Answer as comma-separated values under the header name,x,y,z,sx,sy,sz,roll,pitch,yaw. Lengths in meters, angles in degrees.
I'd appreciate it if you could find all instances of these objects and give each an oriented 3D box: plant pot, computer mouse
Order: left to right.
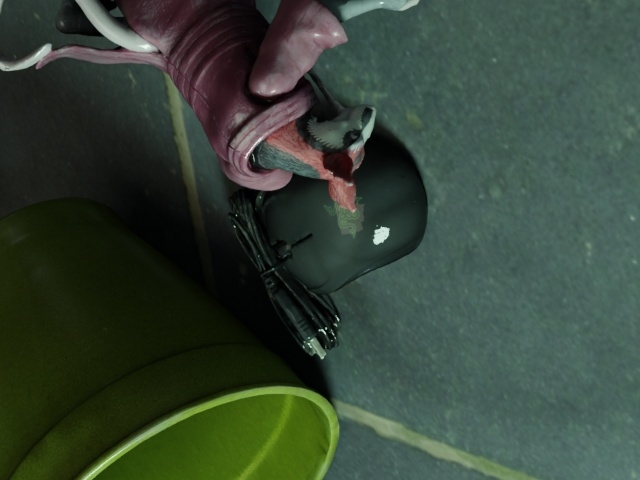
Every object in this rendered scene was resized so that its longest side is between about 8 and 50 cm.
name,x,y,z,sx,sy,sz,roll,pitch,yaw
plant pot,-0.230,0.153,1.771,0.353,0.366,0.366,52,144,30
computer mouse,0.000,0.000,1.597,0.188,0.072,0.272,59,143,4

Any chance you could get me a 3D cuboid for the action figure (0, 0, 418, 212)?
name,x,y,z,sx,sy,sz,roll,pitch,yaw
action figure,-0.084,-0.163,1.444,0.370,0.275,0.248,52,138,34
